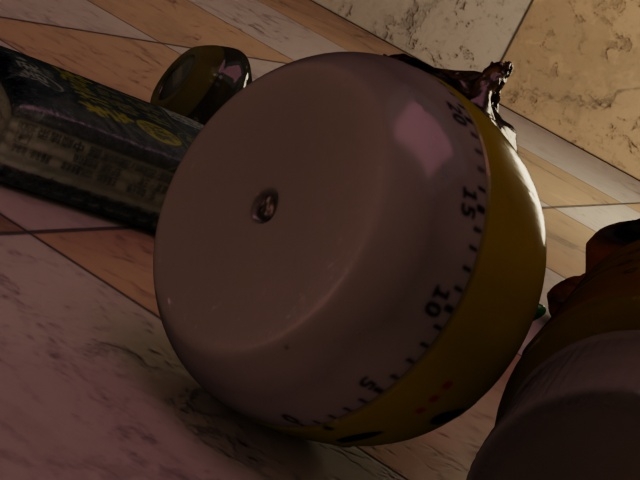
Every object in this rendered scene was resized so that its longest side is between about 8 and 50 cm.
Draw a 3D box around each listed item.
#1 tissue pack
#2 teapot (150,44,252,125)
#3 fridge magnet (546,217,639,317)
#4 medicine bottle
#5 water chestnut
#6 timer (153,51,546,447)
[{"bbox_3d":[-0.189,-0.084,1.447,0.257,0.081,0.185,19,14,-30],"label":"tissue pack"},{"bbox_3d":[-0.113,-0.126,1.722,0.119,0.130,0.165,38,40,-24],"label":"teapot"},{"bbox_3d":[0.432,0.058,1.792,0.364,0.155,0.363,-2,11,0],"label":"fridge magnet"},{"bbox_3d":[0.231,0.132,1.092,0.224,0.224,0.384,30,20,13],"label":"medicine bottle"},{"bbox_3d":[0.144,-0.136,2.000,0.224,0.238,0.223,36,8,-6],"label":"water chestnut"},{"bbox_3d":[0.050,0.023,1.127,0.285,0.285,0.285,25,13,-6],"label":"timer"}]
